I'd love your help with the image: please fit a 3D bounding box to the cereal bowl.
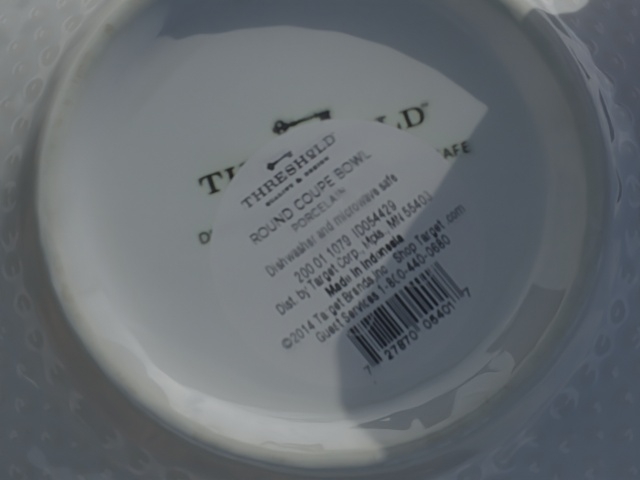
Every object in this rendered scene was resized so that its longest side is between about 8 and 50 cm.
[{"bbox_3d":[0.000,0.000,0.575,0.339,0.141,0.339,0,75,-1],"label":"cereal bowl"}]
